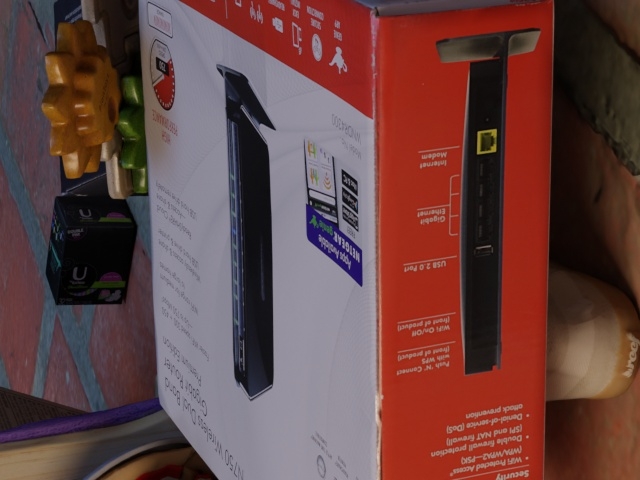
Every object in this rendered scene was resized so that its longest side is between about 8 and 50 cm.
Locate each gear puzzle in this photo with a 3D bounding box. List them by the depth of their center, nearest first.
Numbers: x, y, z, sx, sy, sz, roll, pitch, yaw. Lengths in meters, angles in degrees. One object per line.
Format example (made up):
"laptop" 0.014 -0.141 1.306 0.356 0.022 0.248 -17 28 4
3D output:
"gear puzzle" -0.090 -0.120 1.098 0.339 0.044 0.175 -44 -47 -68

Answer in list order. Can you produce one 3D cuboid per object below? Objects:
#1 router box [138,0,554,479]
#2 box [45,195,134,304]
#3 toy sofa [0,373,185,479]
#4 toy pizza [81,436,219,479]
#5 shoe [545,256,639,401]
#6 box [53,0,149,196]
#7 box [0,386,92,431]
"router box" 0.000 0.000 0.895 0.335 0.082 0.301 -143 48 -62
"box" -0.201 0.008 1.578 0.052 0.062 0.083 -120 36 -51
"toy sofa" -0.249 0.174 1.315 0.150 0.362 0.177 -127 34 -55
"toy pizza" -0.121 0.228 1.239 0.032 0.201 0.201 30 121 39
"shoe" 0.078 0.032 0.901 0.219 0.058 0.076 -163 73 -67
"box" -0.138 -0.118 1.376 0.156 0.093 0.158 168 101 -67
"box" -0.301 0.193 1.487 0.121 0.311 0.148 -58 33 16
